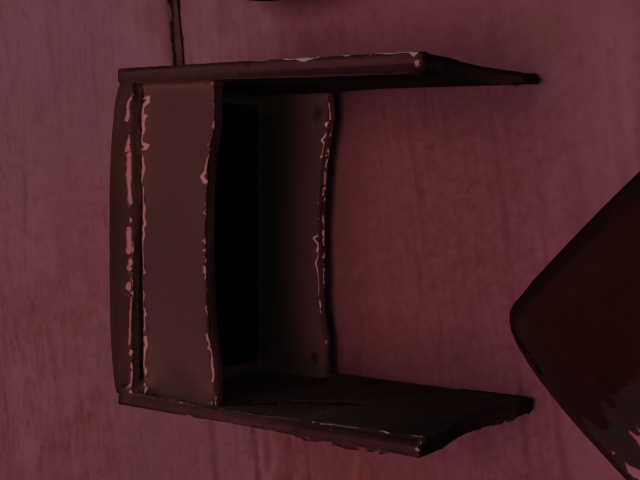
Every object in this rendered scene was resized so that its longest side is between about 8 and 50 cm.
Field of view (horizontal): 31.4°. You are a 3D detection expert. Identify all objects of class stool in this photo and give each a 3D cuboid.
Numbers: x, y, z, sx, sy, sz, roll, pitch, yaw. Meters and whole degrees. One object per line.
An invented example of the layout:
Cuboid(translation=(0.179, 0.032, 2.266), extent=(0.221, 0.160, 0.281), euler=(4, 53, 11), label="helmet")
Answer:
Cuboid(translation=(0.000, 0.000, 0.809), extent=(0.269, 0.170, 0.244), euler=(4, 95, 36), label="stool")

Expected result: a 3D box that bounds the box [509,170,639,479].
Cuboid(translation=(0.274, 0.051, 0.555), extent=(0.301, 0.301, 0.216), euler=(48, 111, 24), label="box")
